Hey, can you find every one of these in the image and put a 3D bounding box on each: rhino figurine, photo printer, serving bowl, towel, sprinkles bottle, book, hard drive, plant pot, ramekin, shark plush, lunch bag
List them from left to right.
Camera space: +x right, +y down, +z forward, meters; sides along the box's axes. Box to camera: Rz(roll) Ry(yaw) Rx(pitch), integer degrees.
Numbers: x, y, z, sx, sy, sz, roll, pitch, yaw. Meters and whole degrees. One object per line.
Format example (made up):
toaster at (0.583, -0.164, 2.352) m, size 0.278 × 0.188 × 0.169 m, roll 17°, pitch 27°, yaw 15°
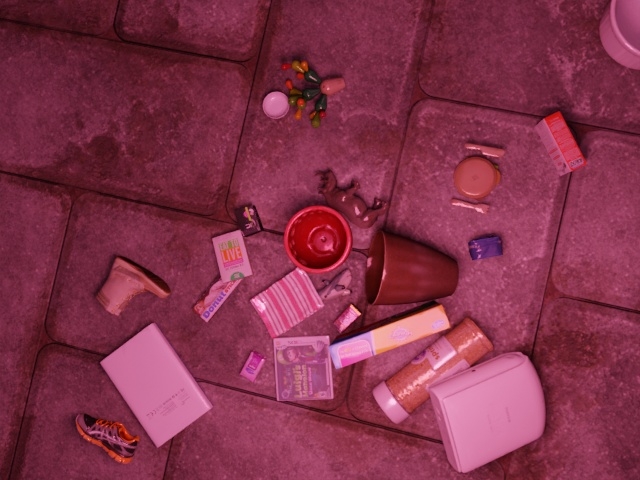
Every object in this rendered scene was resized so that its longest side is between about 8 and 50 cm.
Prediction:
hard drive at (-0.509, 0.446, 1.669) m, size 0.210 × 0.040 × 0.318 m, roll -37°, pitch 84°, yaw 4°
book at (-0.269, 0.050, 1.651) m, size 0.096 × 0.035 × 0.144 m, roll -16°, pitch 80°, yaw 2°
serving bowl at (-0.135, -0.416, 1.669) m, size 0.083 × 0.027 × 0.083 m, roll 0°, pitch 87°, yaw 7°
towel at (-0.101, 0.187, 1.621) m, size 0.197 × 0.029 × 0.144 m, roll -34°, pitch 80°, yaw 13°
plant pot at (0.000, 0.000, 1.562) m, size 0.191 × 0.174 × 0.191 m, roll 0°, pitch 88°, yaw 6°
shark plush at (0.026, 0.146, 1.631) m, size 0.161 × 0.073 × 0.067 m, roll -30°, pitch 64°, yaw 25°
rhino figurine at (0.079, -0.128, 1.611) m, size 0.243 × 0.073 × 0.106 m, roll 36°, pitch 89°, yaw 8°
plant pot at (0.264, 0.091, 1.528) m, size 0.231 × 0.215 × 0.215 m, roll 8°, pitch 89°, yaw -7°
sprinkles bottle at (0.320, 0.370, 1.537) m, size 0.355 × 0.121 × 0.121 m, roll -39°, pitch 84°, yaw 3°
lunch bag at (0.481, 0.018, 1.560) m, size 0.099 × 0.067 × 0.065 m, roll -12°, pitch 87°, yaw 5°
photo printer at (0.471, 0.461, 1.475) m, size 0.308 × 0.107 × 0.256 m, roll -19°, pitch 103°, yaw -12°
ramekin at (0.928, -0.616, 1.501) m, size 0.277 × 0.135 × 0.277 m, roll 0°, pitch 87°, yaw 6°

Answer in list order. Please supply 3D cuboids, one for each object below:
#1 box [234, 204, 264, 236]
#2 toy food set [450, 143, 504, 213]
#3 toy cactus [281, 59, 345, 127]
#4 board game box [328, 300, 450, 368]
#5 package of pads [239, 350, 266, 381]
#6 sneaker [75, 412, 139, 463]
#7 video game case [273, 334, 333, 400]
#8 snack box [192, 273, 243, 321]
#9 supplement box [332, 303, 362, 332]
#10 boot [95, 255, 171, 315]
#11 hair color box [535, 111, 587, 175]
box at (-0.218, -0.059, 1.652) m, size 0.062 × 0.052 × 0.083 m, roll -21°, pitch 87°, yaw 5°
toy food set at (0.461, -0.183, 1.591) m, size 0.133 × 0.038 × 0.192 m, roll 16°, pitch 95°, yaw 14°
toy cactus at (-0.016, -0.459, 1.630) m, size 0.181 × 0.112 × 0.218 m, roll -20°, pitch 77°, yaw -4°
board game box at (0.189, 0.256, 1.497) m, size 0.317 × 0.242 × 0.064 m, roll -21°, pitch 84°, yaw 5°
package of pads at (-0.205, 0.384, 1.642) m, size 0.050 × 0.032 × 0.083 m, roll 29°, pitch 91°, yaw 4°
sneaker at (-0.655, 0.594, 1.664) m, size 0.215 × 0.084 × 0.083 m, roll 35°, pitch 90°, yaw -3°
video game case at (-0.052, 0.386, 1.629) m, size 0.173 × 0.022 × 0.190 m, roll -4°, pitch 87°, yaw 7°
snack box at (-0.317, 0.164, 1.668) m, size 0.064 × 0.022 × 0.178 m, roll 39°, pitch 92°, yaw 7°
supplement box at (0.080, 0.231, 1.604) m, size 0.043 × 0.055 × 0.083 m, roll 44°, pitch 92°, yaw 8°
boot at (-0.584, 0.166, 1.673) m, size 0.213 × 0.077 × 0.165 m, roll 30°, pitch 91°, yaw 12°
hair color box at (0.684, -0.274, 1.536) m, size 0.053 × 0.093 × 0.167 m, roll -24°, pitch 86°, yaw 5°
